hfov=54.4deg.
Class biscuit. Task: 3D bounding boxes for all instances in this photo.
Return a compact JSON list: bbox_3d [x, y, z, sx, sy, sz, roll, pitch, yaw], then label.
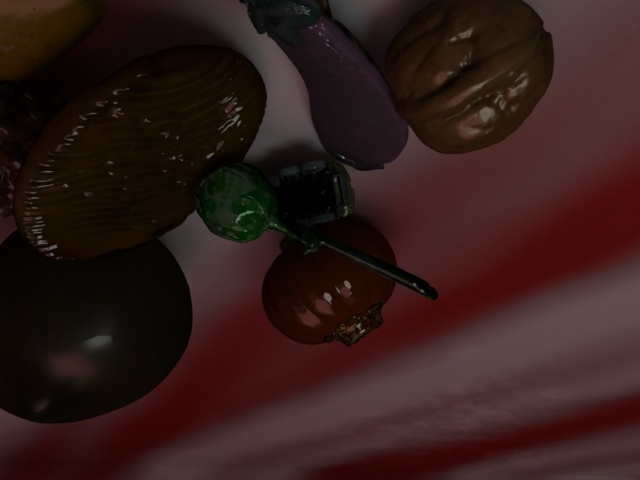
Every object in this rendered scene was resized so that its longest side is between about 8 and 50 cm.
[{"bbox_3d":[-0.186,-0.087,0.702,0.040,0.318,0.318,48,149,14],"label":"biscuit"}]

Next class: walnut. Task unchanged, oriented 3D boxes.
[{"bbox_3d":[0.149,-0.171,0.631,0.167,0.149,0.166,6,118,10],"label":"walnut"}]

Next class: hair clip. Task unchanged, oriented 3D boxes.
[{"bbox_3d":[0.023,-0.172,0.697,0.110,0.095,0.358,-22,146,8],"label":"hair clip"}]

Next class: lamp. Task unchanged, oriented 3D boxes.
[{"bbox_3d":[0.015,0.067,0.969,0.223,0.196,0.223,-31,164,-10],"label":"lamp"}]

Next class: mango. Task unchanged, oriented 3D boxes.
[{"bbox_3d":[-0.304,-0.232,0.624,0.195,0.098,0.137,-11,143,10],"label":"mango"}]

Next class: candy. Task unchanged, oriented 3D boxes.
[{"bbox_3d":[-0.001,0.002,0.765,0.323,0.097,0.097,25,146,-1],"label":"candy"}]

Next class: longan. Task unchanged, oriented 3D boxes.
[{"bbox_3d":[-0.375,0.122,0.980,0.361,0.361,0.361,3,148,2],"label":"longan"}]

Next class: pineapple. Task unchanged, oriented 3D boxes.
[{"bbox_3d":[-0.433,-0.123,0.716,0.361,0.175,0.175,11,148,-3],"label":"pineapple"}]

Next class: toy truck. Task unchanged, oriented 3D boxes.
[{"bbox_3d":[-0.039,-0.057,0.870,0.191,0.085,0.116,-11,180,29],"label":"toy truck"}]
